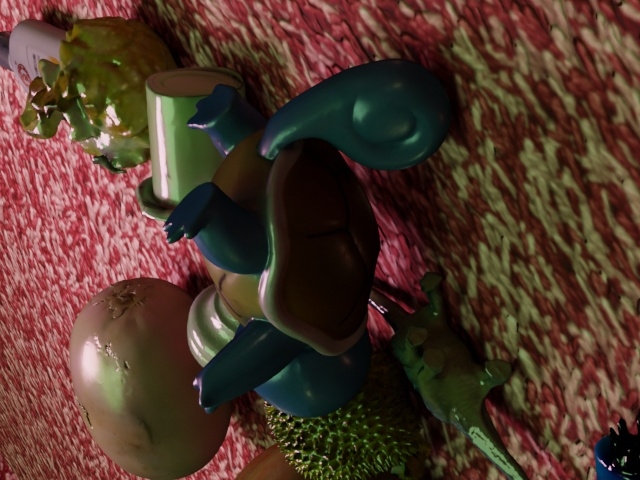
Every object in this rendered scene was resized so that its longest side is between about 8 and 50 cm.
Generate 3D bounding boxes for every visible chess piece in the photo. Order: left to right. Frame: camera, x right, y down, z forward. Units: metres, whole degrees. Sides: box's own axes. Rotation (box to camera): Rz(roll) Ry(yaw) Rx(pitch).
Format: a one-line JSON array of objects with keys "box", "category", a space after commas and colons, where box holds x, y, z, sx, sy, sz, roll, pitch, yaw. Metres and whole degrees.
[{"box": [-0.068, 0.040, 1.499, 0.139, 0.139, 0.272, 47, 139, 23], "category": "chess piece"}]

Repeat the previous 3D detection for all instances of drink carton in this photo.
[{"box": [-0.139, -0.113, 1.415, 0.146, 0.144, 0.142, -122, 26, -61], "category": "drink carton"}]

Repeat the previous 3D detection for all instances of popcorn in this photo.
[{"box": [-0.266, -0.171, 1.531, 0.198, 0.212, 0.198, 171, 90, -89], "category": "popcorn"}]

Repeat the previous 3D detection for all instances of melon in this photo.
[{"box": [-0.241, 0.197, 1.812, 0.223, 0.223, 0.317, 26, 140, 47], "category": "melon"}]

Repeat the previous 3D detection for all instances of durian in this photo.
[{"box": [0.025, 0.193, 1.429, 0.198, 0.159, 0.146, 41, 131, 37], "category": "durian"}]

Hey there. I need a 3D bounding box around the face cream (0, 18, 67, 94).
[{"box": [-0.379, -0.242, 1.774, 0.291, 0.071, 0.144, 29, 140, 45], "category": "face cream"}]

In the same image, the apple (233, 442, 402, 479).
[{"box": [0.008, 0.357, 1.544, 0.257, 0.234, 0.257, 37, 145, 32], "category": "apple"}]

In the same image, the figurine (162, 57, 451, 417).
[{"box": [-0.037, -0.010, 1.221, 0.298, 0.243, 0.416, -98, 18, -50], "category": "figurine"}]

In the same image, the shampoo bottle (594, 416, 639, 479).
[{"box": [0.289, 0.241, 1.149, 0.087, 0.050, 0.183, 31, 142, 48], "category": "shampoo bottle"}]

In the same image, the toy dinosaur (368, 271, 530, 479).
[{"box": [0.127, 0.133, 1.296, 0.363, 0.076, 0.147, 54, 162, 22], "category": "toy dinosaur"}]
